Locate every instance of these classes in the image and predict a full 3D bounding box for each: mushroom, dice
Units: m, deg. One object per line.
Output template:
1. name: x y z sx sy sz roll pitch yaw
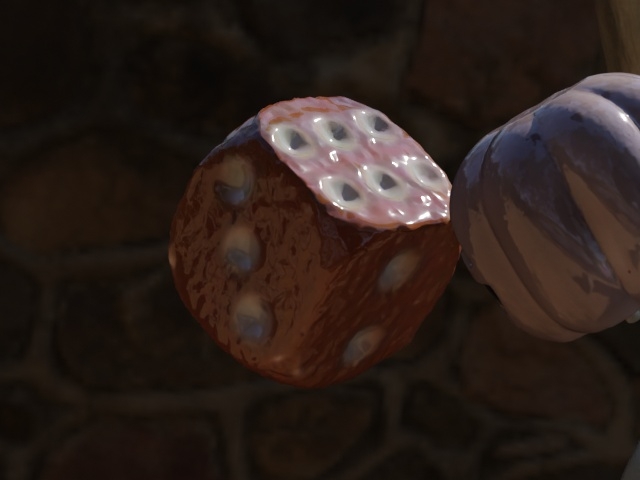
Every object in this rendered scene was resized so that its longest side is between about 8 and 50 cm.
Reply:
1. mushroom: 0.260 -0.177 1.553 0.096 0.108 0.247 11 -35 34
2. dice: 0.000 0.000 1.610 0.175 0.179 0.174 -6 47 -49

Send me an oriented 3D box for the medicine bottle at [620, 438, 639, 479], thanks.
1. medicine bottle: 0.299 0.202 1.161 0.111 0.161 0.296 12 11 -35

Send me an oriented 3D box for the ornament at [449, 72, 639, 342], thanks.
1. ornament: 0.175 -0.015 1.260 0.177 0.177 0.177 7 7 -1
